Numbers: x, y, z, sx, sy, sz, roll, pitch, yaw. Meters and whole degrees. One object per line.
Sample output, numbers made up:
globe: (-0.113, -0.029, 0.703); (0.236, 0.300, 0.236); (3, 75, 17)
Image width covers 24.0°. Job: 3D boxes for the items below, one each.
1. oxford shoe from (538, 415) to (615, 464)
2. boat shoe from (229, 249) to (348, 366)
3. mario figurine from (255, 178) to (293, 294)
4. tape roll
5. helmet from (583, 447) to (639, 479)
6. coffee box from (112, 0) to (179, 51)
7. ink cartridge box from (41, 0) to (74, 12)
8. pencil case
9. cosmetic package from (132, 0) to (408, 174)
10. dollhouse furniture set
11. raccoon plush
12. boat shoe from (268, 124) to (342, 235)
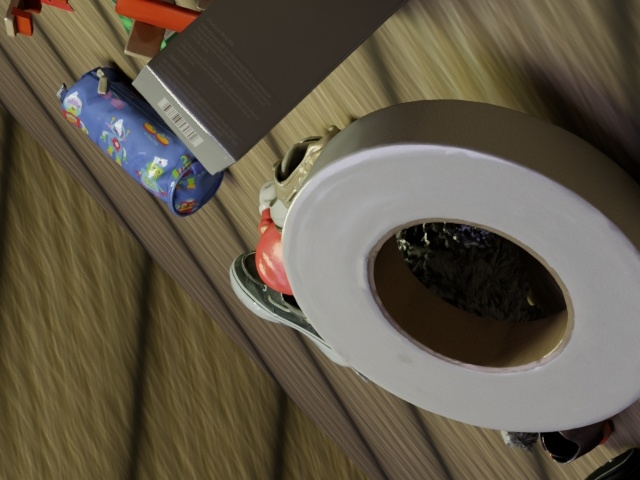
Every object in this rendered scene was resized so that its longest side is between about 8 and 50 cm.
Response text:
oxford shoe: (0.315, 0.240, 1.937); (0.097, 0.098, 0.271); (41, 167, 17)
boat shoe: (-0.030, 0.084, 2.538); (0.335, 0.121, 0.119); (30, 145, 36)
mario figurine: (0.000, 0.000, 2.210); (0.198, 0.170, 0.320); (8, 178, -2)
tape roll: (0.151, 0.035, 1.455); (0.392, 0.072, 0.392); (16, 139, 14)
helmet: (0.395, 0.371, 1.958); (0.169, 0.161, 0.169); (42, 167, 12)
coffee box: (-0.232, -0.295, 2.080); (0.113, 0.040, 0.184); (39, 166, 23)
ink cartridge box: (-0.519, -0.453, 2.456); (0.181, 0.056, 0.225); (26, 156, 55)
pencil case: (-0.297, -0.173, 2.497); (0.306, 0.119, 0.133); (40, 146, 22)
cosmetic package: (-0.047, -0.189, 1.412); (0.127, 0.238, 0.107); (49, 164, -6)
dollhouse furniture set: (-0.206, -0.262, 1.672); (0.259, 0.135, 0.262); (16, 170, -6)
raccoon plush: (0.195, 0.087, 1.643); (0.299, 0.216, 0.446); (38, 168, -6)
boat shoe: (-0.003, -0.082, 1.917); (0.103, 0.113, 0.302); (48, 156, -9)
